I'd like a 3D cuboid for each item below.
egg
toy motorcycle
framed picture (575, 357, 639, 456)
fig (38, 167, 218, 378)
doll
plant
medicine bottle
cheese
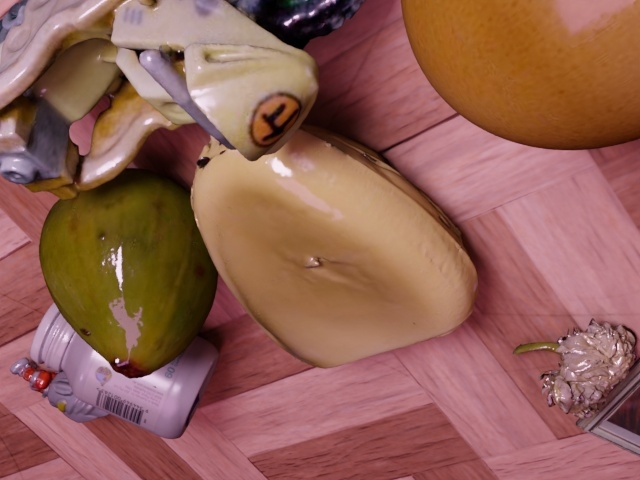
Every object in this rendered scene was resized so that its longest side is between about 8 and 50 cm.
[{"bbox_3d":[0.202,-0.203,0.572,0.250,0.250,0.322,43,124,-15],"label":"egg"},{"bbox_3d":[-0.147,-0.163,0.756,0.410,0.236,0.169,-7,150,26],"label":"toy motorcycle"},{"bbox_3d":[0.444,0.179,0.941,0.217,0.016,0.273,25,131,0],"label":"framed picture"},{"bbox_3d":[-0.211,0.041,0.937,0.203,0.225,0.203,0,142,0],"label":"fig"},{"bbox_3d":[-0.360,0.212,1.231,0.180,0.079,0.094,17,159,15],"label":"doll"},{"bbox_3d":[0.277,0.129,0.940,0.122,0.104,0.116,33,98,34],"label":"plant"},{"bbox_3d":[-0.251,0.154,1.097,0.215,0.135,0.135,24,131,0],"label":"medicine bottle"},{"bbox_3d":[0.000,0.000,0.879,0.260,0.128,0.315,-22,122,26],"label":"cheese"}]
